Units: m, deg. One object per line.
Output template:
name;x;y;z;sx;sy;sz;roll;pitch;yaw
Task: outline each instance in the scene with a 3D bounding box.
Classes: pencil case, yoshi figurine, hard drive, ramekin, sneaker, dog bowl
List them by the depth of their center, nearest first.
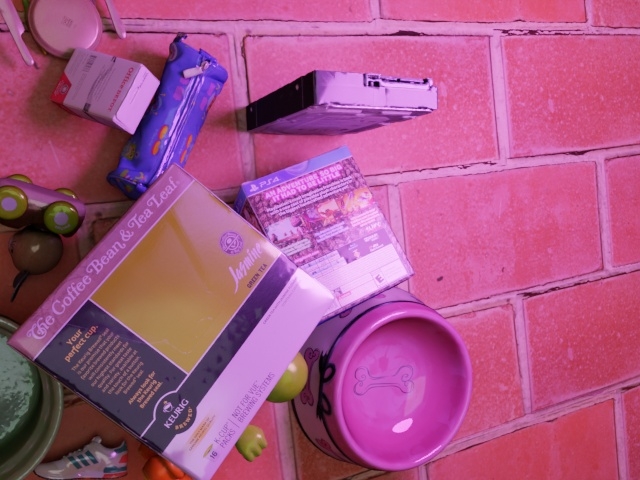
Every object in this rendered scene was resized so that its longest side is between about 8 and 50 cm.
ramekin;-0.575;0.251;0.951;0.304;0.148;0.303;-1;92;-25
sneaker;-0.429;0.392;1.083;0.161;0.057;0.075;9;71;-24
pencil case;-0.272;-0.212;1.086;0.119;0.133;0.306;26;82;-24
hard drive;0.025;-0.244;1.109;0.237;0.339;0.064;-4;93;-26
yoshi figurine;-0.154;0.310;1.116;0.204;0.203;0.362;39;83;20
dog bowl;0.150;0.304;1.291;0.408;0.150;0.407;-1;93;-25

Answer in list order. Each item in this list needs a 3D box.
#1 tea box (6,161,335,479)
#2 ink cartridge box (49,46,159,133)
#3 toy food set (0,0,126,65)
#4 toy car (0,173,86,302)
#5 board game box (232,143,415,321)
tea box;-0.221;0.124;0.909;0.323;0.220;0.329;42;66;-11
ink cartridge box;-0.370;-0.258;1.029;0.151;0.063;0.109;20;80;21
toy food set;-0.451;-0.386;1.053;0.192;0.039;0.132;-27;110;-27
toy car;-0.488;0.001;0.992;0.149;0.155;0.188;18;97;-24
board game box;0.000;0.000;1.163;0.232;0.141;0.290;-23;81;-21
